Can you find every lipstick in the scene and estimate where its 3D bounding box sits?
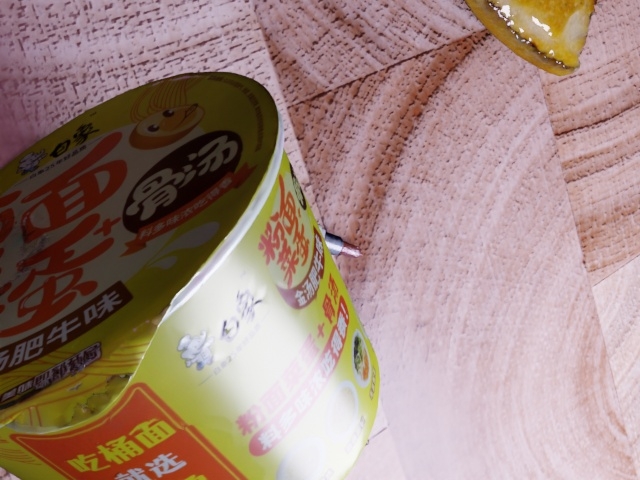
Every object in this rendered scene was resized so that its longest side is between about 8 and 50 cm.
[{"bbox_3d":[0.000,0.000,0.830,0.107,0.025,0.025,18,82,-39],"label":"lipstick"}]

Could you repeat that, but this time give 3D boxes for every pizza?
[{"bbox_3d":[0.198,-0.331,0.912,0.323,0.089,0.223,46,74,-30],"label":"pizza"}]

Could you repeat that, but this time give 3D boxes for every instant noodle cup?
[{"bbox_3d":[-0.107,0.064,0.610,0.311,0.311,0.221,-50,127,-22],"label":"instant noodle cup"}]

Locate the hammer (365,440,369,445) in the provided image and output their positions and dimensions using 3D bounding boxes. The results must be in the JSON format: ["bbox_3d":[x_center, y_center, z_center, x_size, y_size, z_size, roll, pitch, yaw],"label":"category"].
[{"bbox_3d":[0.000,0.133,0.825,0.017,0.062,0.182,-49,124,-22],"label":"hammer"}]
